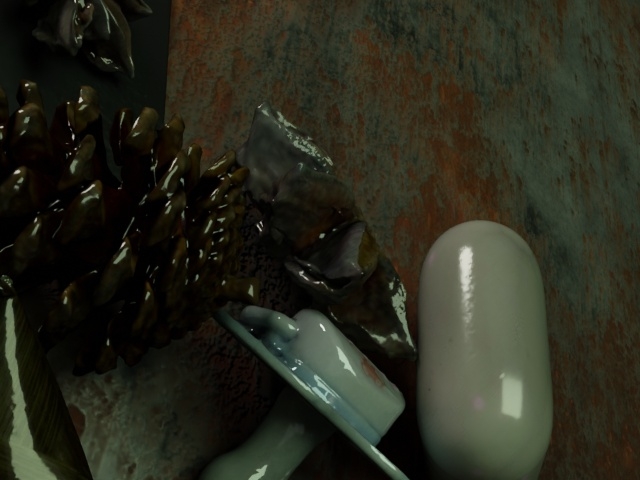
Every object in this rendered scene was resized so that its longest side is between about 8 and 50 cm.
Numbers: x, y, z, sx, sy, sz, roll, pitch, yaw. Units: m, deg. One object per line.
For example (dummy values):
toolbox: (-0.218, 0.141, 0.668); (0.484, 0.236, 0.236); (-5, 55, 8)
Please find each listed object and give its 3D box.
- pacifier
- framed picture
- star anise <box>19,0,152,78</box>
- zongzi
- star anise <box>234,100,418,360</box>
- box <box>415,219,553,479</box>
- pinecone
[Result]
pacifier: (-0.041, 0.189, 0.757); (0.226, 0.238, 0.287); (-47, 117, -14)
framed picture: (-0.281, -0.221, 0.835); (0.255, 0.014, 0.339); (18, 58, -37)
star anise: (-0.276, -0.268, 0.786); (0.231, 0.089, 0.209); (29, 40, -38)
zongzi: (-0.184, 0.179, 0.512); (0.221, 0.242, 0.112); (36, 25, 31)
star anise: (-0.001, -0.001, 0.843); (0.117, 0.332, 0.332); (-28, 90, -3)
box: (0.188, 0.164, 0.892); (0.349, 0.141, 0.289); (72, 21, -57)
pinecone: (-0.197, -0.012, 0.658); (0.309, 0.244, 0.244); (32, 48, -6)
